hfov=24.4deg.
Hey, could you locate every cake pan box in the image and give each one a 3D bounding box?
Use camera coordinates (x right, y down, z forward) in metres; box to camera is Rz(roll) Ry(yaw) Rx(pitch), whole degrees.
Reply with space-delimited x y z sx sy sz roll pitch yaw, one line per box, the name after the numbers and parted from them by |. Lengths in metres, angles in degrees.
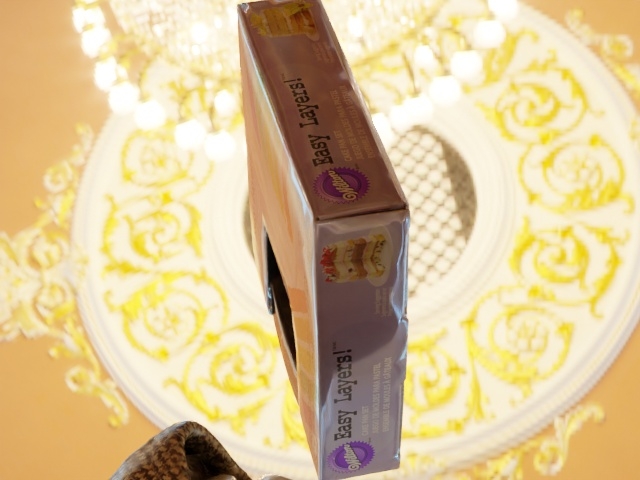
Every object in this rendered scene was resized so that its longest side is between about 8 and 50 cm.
0.000 0.000 1.044 0.070 0.267 0.246 -9 -136 -8 | cake pan box

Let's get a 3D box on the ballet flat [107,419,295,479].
0.060 0.282 0.895 0.482 0.164 0.182 37 -72 10 | ballet flat
